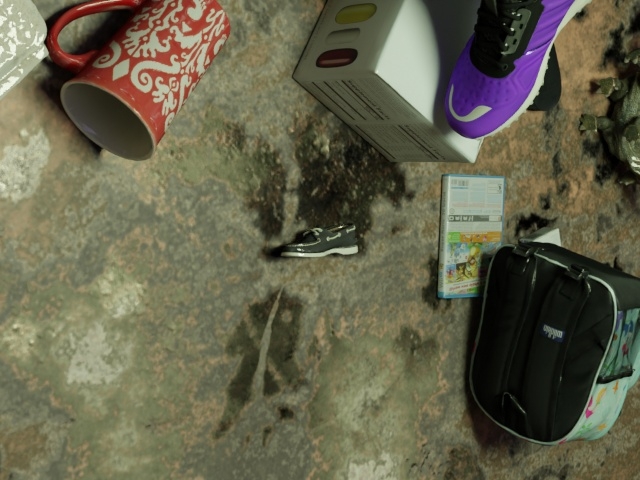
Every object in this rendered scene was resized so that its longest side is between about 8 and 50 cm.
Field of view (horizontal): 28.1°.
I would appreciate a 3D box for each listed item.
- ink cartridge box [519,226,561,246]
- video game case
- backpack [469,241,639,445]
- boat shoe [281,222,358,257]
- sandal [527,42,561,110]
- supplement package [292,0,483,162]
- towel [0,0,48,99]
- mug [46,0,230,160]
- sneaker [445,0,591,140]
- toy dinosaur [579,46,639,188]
[{"bbox_3d":[0.323,0.044,1.846,0.063,0.029,0.115,-23,110,-39],"label":"ink cartridge box"},{"bbox_3d":[0.206,-0.006,1.744,0.119,0.015,0.166,0,94,-43],"label":"video game case"},{"bbox_3d":[0.322,0.143,1.721,0.191,0.225,0.253,6,103,-45],"label":"backpack"},{"bbox_3d":[0.000,0.000,1.532,0.125,0.046,0.038,-6,98,-45],"label":"boat shoe"},{"bbox_3d":[0.300,-0.305,1.777,0.097,0.054,0.254,-36,117,-35],"label":"sandal"},{"bbox_3d":[0.125,-0.257,1.559,0.204,0.145,0.261,37,69,-39],"label":"supplement package"},{"bbox_3d":[-0.380,-0.230,1.161,0.187,0.049,0.282,-53,125,-27],"label":"towel"},{"bbox_3d":[-0.182,-0.193,1.307,0.150,0.113,0.169,54,56,-34],"label":"mug"},{"bbox_3d":[0.208,-0.249,1.399,0.146,0.102,0.293,8,119,-56],"label":"sneaker"},{"bbox_3d":[0.482,-0.203,1.937,0.160,0.121,0.313,15,79,-54],"label":"toy dinosaur"}]
